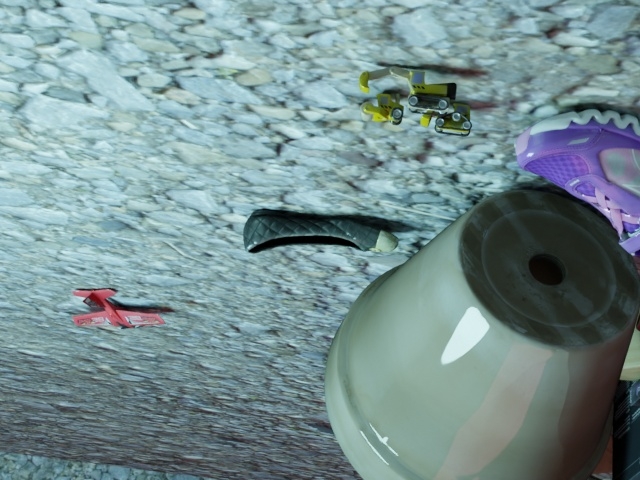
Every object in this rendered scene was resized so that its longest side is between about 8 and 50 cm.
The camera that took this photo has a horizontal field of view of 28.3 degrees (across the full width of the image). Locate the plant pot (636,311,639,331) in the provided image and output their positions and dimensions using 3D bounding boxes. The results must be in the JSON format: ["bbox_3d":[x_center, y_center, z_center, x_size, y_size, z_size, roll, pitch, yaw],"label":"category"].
[{"bbox_3d":[0.417,0.057,1.246,0.180,0.201,0.201,20,163,13],"label":"plant pot"}]

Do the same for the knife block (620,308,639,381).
[{"bbox_3d":[0.469,0.102,1.475,0.276,0.088,0.242,5,160,6],"label":"knife block"}]

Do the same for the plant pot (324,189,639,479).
[{"bbox_3d":[0.189,0.101,1.321,0.323,0.323,0.280,10,142,-8],"label":"plant pot"}]

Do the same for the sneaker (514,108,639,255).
[{"bbox_3d":[0.279,-0.040,1.125,0.236,0.104,0.095,16,160,-21],"label":"sneaker"}]

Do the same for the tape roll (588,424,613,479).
[{"bbox_3d":[0.477,0.369,1.937,0.392,0.072,0.392,3,-165,-1],"label":"tape roll"}]

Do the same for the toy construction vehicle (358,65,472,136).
[{"bbox_3d":[0.082,-0.120,1.085,0.098,0.035,0.086,8,171,7],"label":"toy construction vehicle"}]

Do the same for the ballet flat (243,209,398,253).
[{"bbox_3d":[0.000,0.000,1.409,0.173,0.049,0.057,5,161,6],"label":"ballet flat"}]

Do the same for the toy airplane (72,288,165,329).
[{"bbox_3d":[-0.303,0.100,1.821,0.151,0.028,0.151,5,159,2],"label":"toy airplane"}]

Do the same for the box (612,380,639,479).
[{"bbox_3d":[0.465,0.239,1.714,0.103,0.184,0.261,6,161,4],"label":"box"}]

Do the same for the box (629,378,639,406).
[{"bbox_3d":[0.465,0.185,1.533,0.162,0.029,0.116,7,161,4],"label":"box"}]
